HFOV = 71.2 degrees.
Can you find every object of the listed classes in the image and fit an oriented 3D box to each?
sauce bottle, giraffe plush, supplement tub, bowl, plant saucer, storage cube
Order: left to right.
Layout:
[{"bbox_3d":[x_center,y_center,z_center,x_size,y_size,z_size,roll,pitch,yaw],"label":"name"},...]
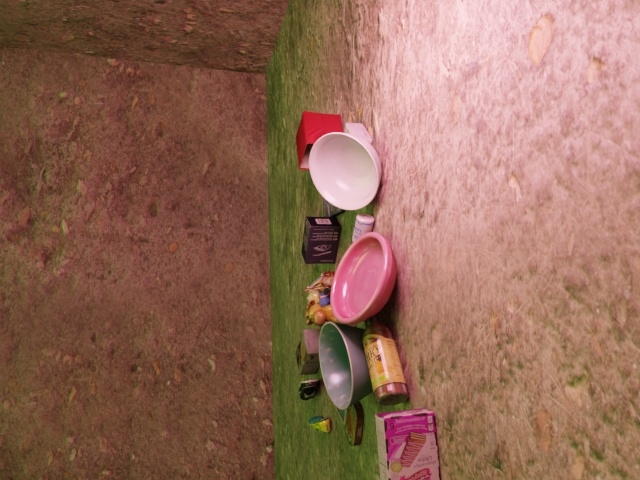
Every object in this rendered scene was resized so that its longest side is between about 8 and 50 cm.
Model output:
[{"bbox_3d":[-0.003,-0.459,2.070,0.215,0.183,0.193,116,151,-58],"label":"storage cube"},{"bbox_3d":[0.024,0.323,1.991,0.210,0.170,0.182,173,97,-74],"label":"giraffe plush"},{"bbox_3d":[0.114,-0.271,1.654,0.297,0.134,0.298,21,127,29],"label":"bowl"},{"bbox_3d":[0.122,0.444,1.639,0.311,0.162,0.312,175,90,-70],"label":"bowl"},{"bbox_3d":[0.162,-0.043,1.700,0.071,0.070,0.107,-117,31,-57],"label":"supplement tub"},{"bbox_3d":[0.154,0.137,1.548,0.332,0.084,0.332,-49,28,37],"label":"plant saucer"},{"bbox_3d":[0.200,0.367,1.493,0.112,0.111,0.345,107,159,-45],"label":"sauce bottle"}]

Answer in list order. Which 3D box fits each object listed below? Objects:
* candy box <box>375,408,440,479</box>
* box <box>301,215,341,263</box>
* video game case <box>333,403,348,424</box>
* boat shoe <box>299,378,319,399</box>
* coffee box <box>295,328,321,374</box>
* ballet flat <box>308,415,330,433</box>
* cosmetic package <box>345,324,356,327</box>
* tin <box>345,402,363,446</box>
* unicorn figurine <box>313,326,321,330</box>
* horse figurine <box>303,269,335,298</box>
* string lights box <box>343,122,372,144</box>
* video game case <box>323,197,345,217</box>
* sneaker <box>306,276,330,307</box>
[{"bbox_3d":[0.246,0.605,1.251,0.071,0.159,0.234,145,123,-72],"label":"candy box"},{"bbox_3d":[0.000,0.000,2.109,0.108,0.153,0.207,-116,31,-57],"label":"box"},{"bbox_3d":[0.097,0.639,2.001,0.204,0.025,0.286,-137,50,-68],"label":"video game case"},{"bbox_3d":[-0.060,0.804,2.405,0.303,0.114,0.091,98,167,-67],"label":"boat shoe"},{"bbox_3d":[-0.057,0.600,2.395,0.247,0.098,0.141,108,156,-46],"label":"coffee box"},{"bbox_3d":[-0.003,0.941,2.270,0.077,0.077,0.231,68,157,13],"label":"ballet flat"},{"bbox_3d":[0.094,0.478,1.834,0.107,0.127,0.238,113,150,-56],"label":"cosmetic package"},{"bbox_3d":[0.140,0.752,1.833,0.106,0.040,0.190,-123,36,-69],"label":"tin"},{"bbox_3d":[0.017,0.369,2.239,0.111,0.060,0.162,123,160,-63],"label":"unicorn figurine"},{"bbox_3d":[0.034,0.201,2.034,0.263,0.174,0.066,3,112,65],"label":"horse figurine"},{"bbox_3d":[0.127,-0.325,1.807,0.133,0.076,0.260,-109,25,-46],"label":"string lights box"},{"bbox_3d":[0.061,-0.212,2.130,0.274,0.026,0.196,161,108,-74],"label":"video game case"},{"bbox_3d":[0.008,0.264,2.197,0.091,0.126,0.240,-41,7,26],"label":"sneaker"}]
